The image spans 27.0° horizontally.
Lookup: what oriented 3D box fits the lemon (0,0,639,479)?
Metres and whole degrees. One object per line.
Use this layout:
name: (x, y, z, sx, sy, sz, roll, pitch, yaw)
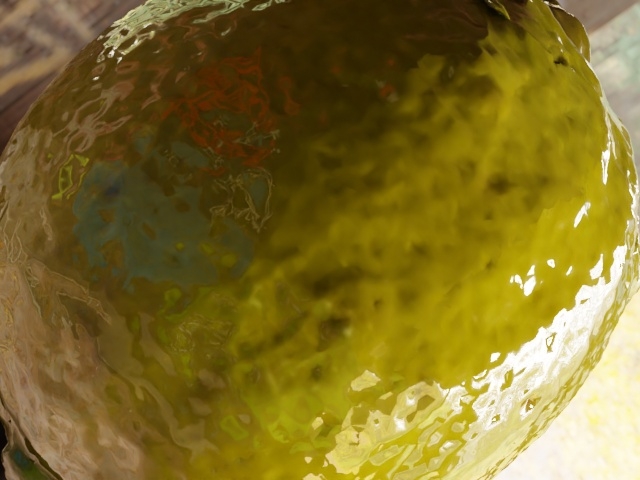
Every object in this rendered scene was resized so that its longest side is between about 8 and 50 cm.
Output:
lemon: (0.000, 0.000, 0.562, 0.245, 0.320, 0.245, 46, -17, 19)
